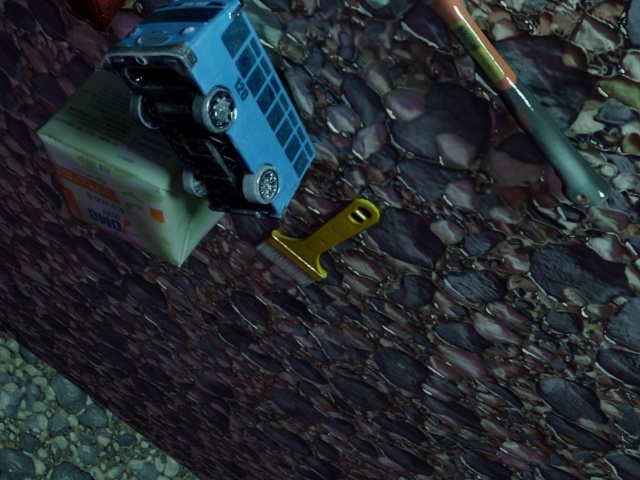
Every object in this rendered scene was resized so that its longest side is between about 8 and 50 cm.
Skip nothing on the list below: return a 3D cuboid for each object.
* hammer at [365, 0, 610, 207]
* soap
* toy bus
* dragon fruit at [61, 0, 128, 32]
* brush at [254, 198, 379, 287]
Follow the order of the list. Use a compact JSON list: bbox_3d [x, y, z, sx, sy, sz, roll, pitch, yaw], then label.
[{"bbox_3d":[0.162,-0.135,0.620,0.288,0.033,0.111,46,147,-21],"label":"hammer"},{"bbox_3d":[-0.235,-0.092,0.937,0.199,0.138,0.182,24,149,13],"label":"soap"},{"bbox_3d":[-0.105,-0.140,0.756,0.116,0.134,0.234,10,147,32],"label":"toy bus"},{"bbox_3d":[-0.233,-0.294,0.699,0.120,0.127,0.161,39,170,-3],"label":"dragon fruit"},{"bbox_3d":[0.000,0.000,0.972,0.103,0.013,0.272,40,148,-11],"label":"brush"}]
